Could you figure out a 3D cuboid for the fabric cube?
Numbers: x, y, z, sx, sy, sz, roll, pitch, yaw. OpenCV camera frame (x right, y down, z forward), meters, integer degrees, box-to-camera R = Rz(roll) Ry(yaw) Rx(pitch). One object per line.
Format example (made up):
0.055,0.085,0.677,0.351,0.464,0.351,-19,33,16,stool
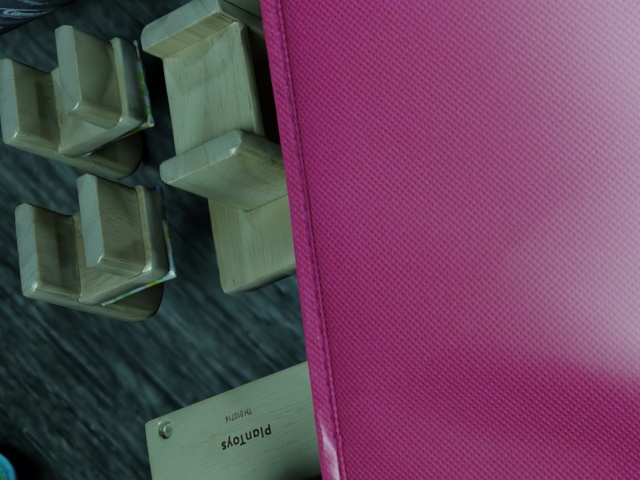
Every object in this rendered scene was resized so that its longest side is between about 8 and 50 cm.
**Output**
0.153,-0.066,0.508,0.258,0.259,0.254,-3,99,30,fabric cube

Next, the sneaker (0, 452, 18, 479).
-0.227,0.223,0.852,0.208,0.127,0.319,-20,106,15,sneaker

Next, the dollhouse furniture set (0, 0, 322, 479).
0.000,0.000,0.700,0.212,0.161,0.242,-23,66,30,dollhouse furniture set

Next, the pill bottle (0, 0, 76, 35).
-0.108,-0.171,0.677,0.246,0.130,0.130,-14,93,42,pill bottle
